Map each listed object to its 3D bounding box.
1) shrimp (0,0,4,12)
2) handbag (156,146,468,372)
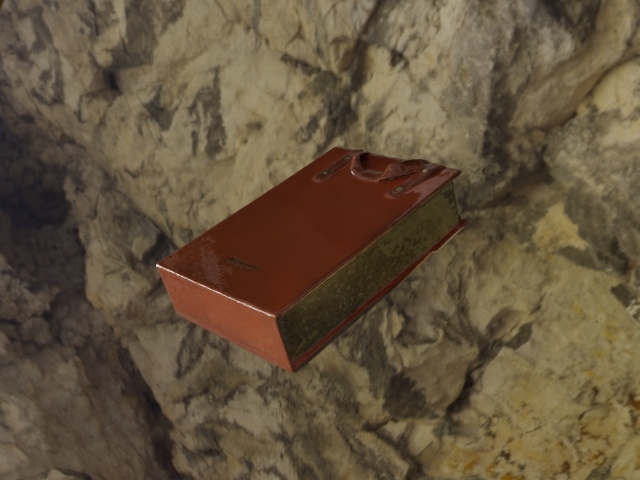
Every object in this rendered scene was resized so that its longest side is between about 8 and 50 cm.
[{"bbox_3d":[-0.244,-0.155,0.424,0.052,0.143,0.251,7,-92,43],"label":"shrimp"},{"bbox_3d":[0.000,0.000,0.524,0.127,0.063,0.190,18,-137,43],"label":"handbag"}]
